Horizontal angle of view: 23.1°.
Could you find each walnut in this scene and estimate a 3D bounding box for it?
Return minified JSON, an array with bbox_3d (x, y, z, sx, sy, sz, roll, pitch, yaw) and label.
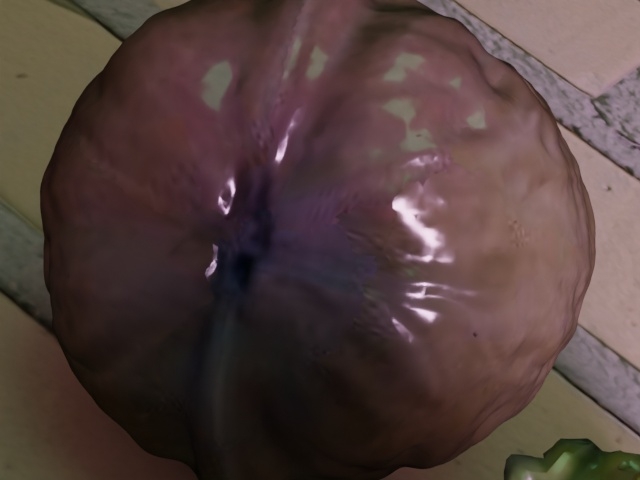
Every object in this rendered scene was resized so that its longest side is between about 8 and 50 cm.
[{"bbox_3d":[0.000,-0.002,0.713,0.248,0.248,0.248,15,39,-13],"label":"walnut"}]

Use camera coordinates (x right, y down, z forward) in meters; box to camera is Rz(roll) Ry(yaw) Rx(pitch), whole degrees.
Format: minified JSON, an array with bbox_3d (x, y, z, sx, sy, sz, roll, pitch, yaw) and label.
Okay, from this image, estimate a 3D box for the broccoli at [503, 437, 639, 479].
[{"bbox_3d":[0.055,0.230,0.406,0.347,0.293,0.281,-13,27,-1],"label":"broccoli"}]
